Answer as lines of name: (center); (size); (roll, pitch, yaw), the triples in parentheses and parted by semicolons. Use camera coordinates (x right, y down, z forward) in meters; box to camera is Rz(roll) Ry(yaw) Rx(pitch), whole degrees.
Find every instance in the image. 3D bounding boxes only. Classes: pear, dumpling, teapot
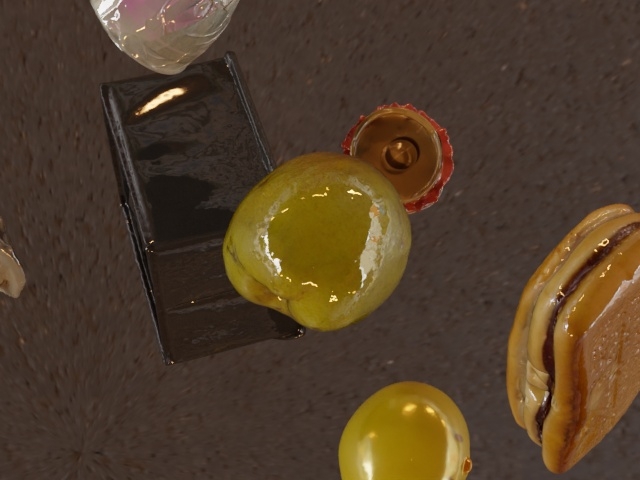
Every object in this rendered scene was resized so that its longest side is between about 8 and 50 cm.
pear: (0.000, 0.000, 1.450); (0.200, 0.200, 0.200); (2, 81, -10)
dumpling: (-0.462, 0.009, 1.825); (0.150, 0.092, 0.176); (6, 120, 20)
teapot: (-0.170, -0.327, 1.690); (0.178, 0.222, 0.163); (-34, 115, 27)

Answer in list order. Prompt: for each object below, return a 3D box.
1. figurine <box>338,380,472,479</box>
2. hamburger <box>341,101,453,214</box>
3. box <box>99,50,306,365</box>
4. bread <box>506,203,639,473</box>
figurine: (0.128, 0.339, 1.973); (0.187, 0.344, 0.215); (4, 64, 9)
hamburger: (0.117, -0.110, 2.047); (0.175, 0.137, 0.175); (-2, 75, 6)
box: (-0.167, -0.047, 1.904); (0.204, 0.251, 0.345); (-13, 49, -10)
bread: (0.174, 0.063, 0.896); (0.116, 0.200, 0.077); (-37, 58, -21)
